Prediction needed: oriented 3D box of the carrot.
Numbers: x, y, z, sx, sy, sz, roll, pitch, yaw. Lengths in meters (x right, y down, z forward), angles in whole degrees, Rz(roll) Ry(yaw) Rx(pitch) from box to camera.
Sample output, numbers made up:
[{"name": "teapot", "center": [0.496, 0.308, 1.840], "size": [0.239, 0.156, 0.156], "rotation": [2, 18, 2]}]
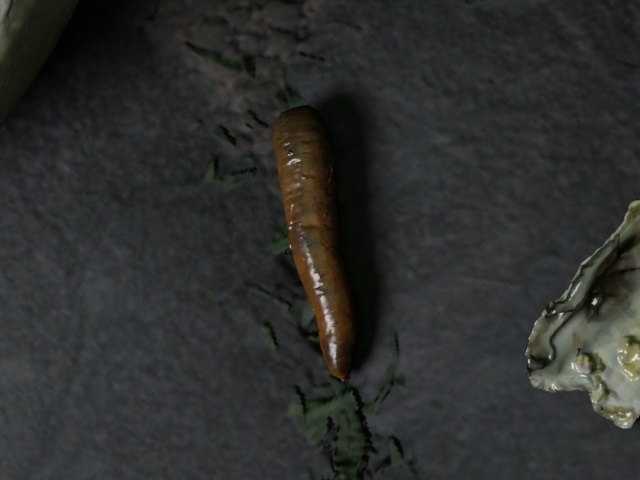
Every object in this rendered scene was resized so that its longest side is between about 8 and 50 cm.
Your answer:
[{"name": "carrot", "center": [-0.002, 0.000, 1.002], "size": [0.035, 0.035, 0.165], "rotation": [-10, 79, 5]}]

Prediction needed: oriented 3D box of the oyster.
[{"name": "oyster", "center": [0.192, 0.014, 0.974], "size": [0.200, 0.061, 0.106], "rotation": [-43, 94, 0]}]

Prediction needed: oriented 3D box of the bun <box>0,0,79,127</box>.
[{"name": "bun", "center": [-0.296, -0.193, 0.988], "size": [0.365, 0.219, 0.365], "rotation": [1, 95, 7]}]
